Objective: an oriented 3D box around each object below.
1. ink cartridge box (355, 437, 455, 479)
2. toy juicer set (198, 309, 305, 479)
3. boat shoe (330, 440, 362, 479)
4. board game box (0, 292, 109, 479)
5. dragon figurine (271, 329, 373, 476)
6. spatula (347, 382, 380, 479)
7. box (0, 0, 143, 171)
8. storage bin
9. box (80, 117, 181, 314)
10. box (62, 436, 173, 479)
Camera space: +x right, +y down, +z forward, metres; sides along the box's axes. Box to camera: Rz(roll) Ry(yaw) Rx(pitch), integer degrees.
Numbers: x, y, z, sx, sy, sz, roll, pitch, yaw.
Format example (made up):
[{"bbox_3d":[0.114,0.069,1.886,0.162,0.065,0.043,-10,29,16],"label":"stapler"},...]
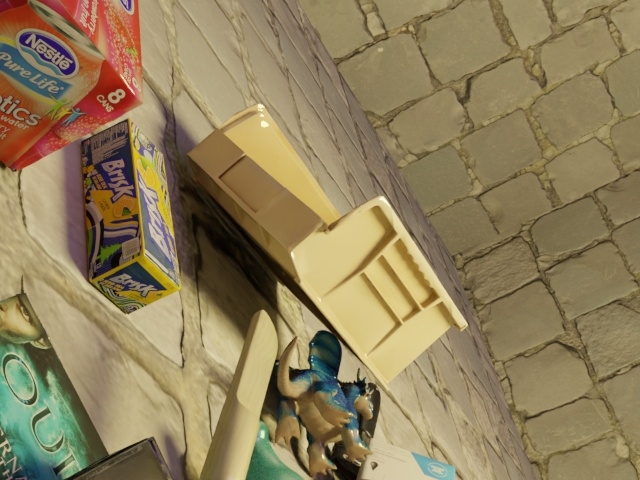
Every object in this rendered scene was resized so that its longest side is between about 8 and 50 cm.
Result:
[{"bbox_3d":[0.081,0.298,1.027,0.180,0.104,0.060,-66,174,-64],"label":"ink cartridge box"},{"bbox_3d":[-0.049,0.239,0.714,0.209,0.089,0.329,-41,115,-70],"label":"toy juicer set"},{"bbox_3d":[0.060,0.284,1.147,0.125,0.046,0.038,48,32,-14],"label":"boat shoe"},{"bbox_3d":[-0.167,0.127,0.567,0.186,0.026,0.126,64,12,-2],"label":"board game box"},{"bbox_3d":[-0.011,0.153,1.044,0.289,0.085,0.144,55,14,-46],"label":"dragon figurine"},{"bbox_3d":[0.066,0.266,1.281,0.084,0.030,0.296,52,14,-15],"label":"spatula"},{"bbox_3d":[-0.224,-0.194,0.759,0.128,0.123,0.257,55,15,-41],"label":"box"},{"bbox_3d":[0.000,0.000,1.107,0.262,0.123,0.260,42,-8,47],"label":"storage bin"},{"bbox_3d":[-0.164,-0.024,0.833,0.059,0.054,0.169,51,18,-46],"label":"box"},{"bbox_3d":[-0.112,0.214,0.479,0.191,0.045,0.184,-17,83,-63],"label":"box"}]
